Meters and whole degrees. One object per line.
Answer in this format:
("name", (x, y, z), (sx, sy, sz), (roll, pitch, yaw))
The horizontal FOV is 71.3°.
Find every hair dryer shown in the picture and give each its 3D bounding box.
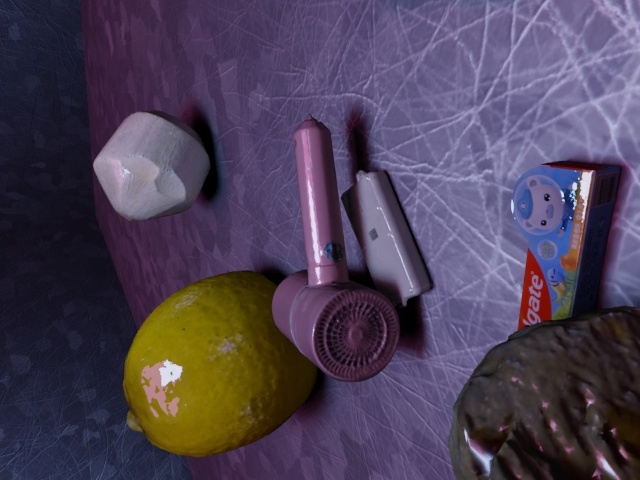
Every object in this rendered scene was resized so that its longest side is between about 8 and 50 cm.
("hair dryer", (0.000, 0.000, 0.642), (0.210, 0.126, 0.352), (-169, 72, -69))

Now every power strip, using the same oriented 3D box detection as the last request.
("power strip", (0.086, -0.002, 0.614), (0.081, 0.035, 0.192), (-37, 71, 56))

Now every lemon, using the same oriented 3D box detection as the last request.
("lemon", (-0.208, 0.247, 0.869), (0.364, 0.365, 0.363), (25, 122, 50))

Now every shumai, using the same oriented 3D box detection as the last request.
("shumai", (0.227, 0.180, 0.359), (0.256, 0.189, 0.218), (14, 146, 13))

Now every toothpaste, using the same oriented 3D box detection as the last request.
("toothpaste", (0.217, 0.024, 0.419), (0.070, 0.044, 0.193), (24, 120, 53))

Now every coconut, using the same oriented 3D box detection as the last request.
("coconut", (-0.402, -0.163, 1.066), (0.237, 0.237, 0.265), (-25, 36, 57))
